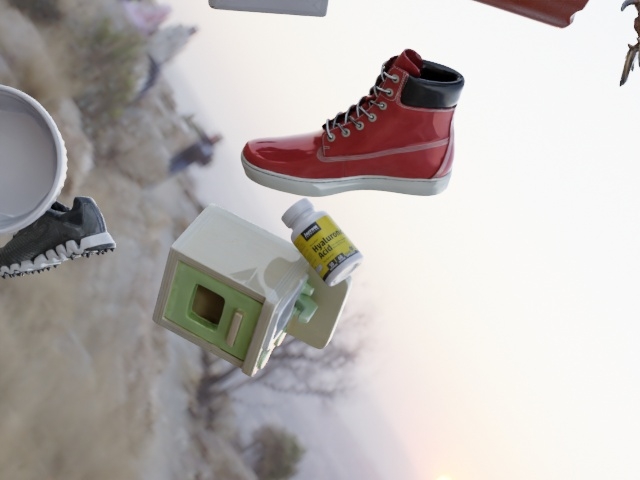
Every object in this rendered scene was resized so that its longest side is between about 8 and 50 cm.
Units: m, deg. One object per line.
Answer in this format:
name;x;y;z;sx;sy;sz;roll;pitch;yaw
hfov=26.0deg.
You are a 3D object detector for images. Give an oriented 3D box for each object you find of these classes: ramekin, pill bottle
ramekin;-0.445;-0.107;1.901;0.207;0.207;0.109;57;2;2
pill bottle;0.000;0.000;1.886;0.116;0.065;0.065;50;-5;12

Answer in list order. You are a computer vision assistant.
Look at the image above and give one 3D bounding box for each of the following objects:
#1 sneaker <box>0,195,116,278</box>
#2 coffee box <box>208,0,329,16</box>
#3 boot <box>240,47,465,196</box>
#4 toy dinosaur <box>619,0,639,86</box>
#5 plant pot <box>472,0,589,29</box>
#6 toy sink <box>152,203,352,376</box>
sneaker;-0.413;-0.009;2.056;0.078;0.234;0.106;-7;83;-65
coffee box;-0.046;-0.372;1.346;0.297;0.119;0.168;-94;-170;-47
boot;0.034;-0.139;1.542;0.088;0.244;0.176;-97;-172;-49
toy dinosaur;0.486;-0.201;1.759;0.200;0.127;0.295;22;20;-24
plant pot;0.274;-0.446;2.010;0.265;0.272;0.272;22;1;-8
toy sink;-0.098;0.084;1.943;0.234;0.131;0.152;28;-49;8
